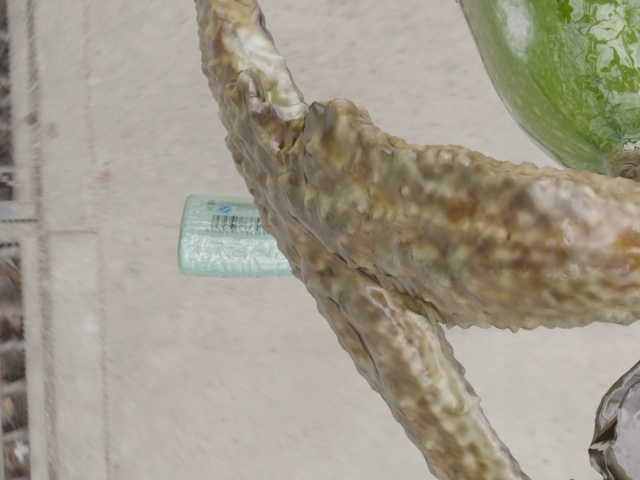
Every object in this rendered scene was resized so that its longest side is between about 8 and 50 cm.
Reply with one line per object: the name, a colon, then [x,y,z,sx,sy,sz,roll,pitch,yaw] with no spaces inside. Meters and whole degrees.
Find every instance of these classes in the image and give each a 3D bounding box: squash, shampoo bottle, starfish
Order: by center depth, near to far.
starfish: [0.044,-0.009,0.762,0.132,0.398,0.384,-35,123,-16]
shampoo bottle: [0.000,0.000,1.244,0.190,0.069,0.041,3,130,3]
squash: [0.283,-0.195,1.587,0.310,0.309,0.310,-9,137,-8]

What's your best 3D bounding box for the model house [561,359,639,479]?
model house: [0.124,0.062,0.435,0.248,0.181,0.176,-41,84,1]
